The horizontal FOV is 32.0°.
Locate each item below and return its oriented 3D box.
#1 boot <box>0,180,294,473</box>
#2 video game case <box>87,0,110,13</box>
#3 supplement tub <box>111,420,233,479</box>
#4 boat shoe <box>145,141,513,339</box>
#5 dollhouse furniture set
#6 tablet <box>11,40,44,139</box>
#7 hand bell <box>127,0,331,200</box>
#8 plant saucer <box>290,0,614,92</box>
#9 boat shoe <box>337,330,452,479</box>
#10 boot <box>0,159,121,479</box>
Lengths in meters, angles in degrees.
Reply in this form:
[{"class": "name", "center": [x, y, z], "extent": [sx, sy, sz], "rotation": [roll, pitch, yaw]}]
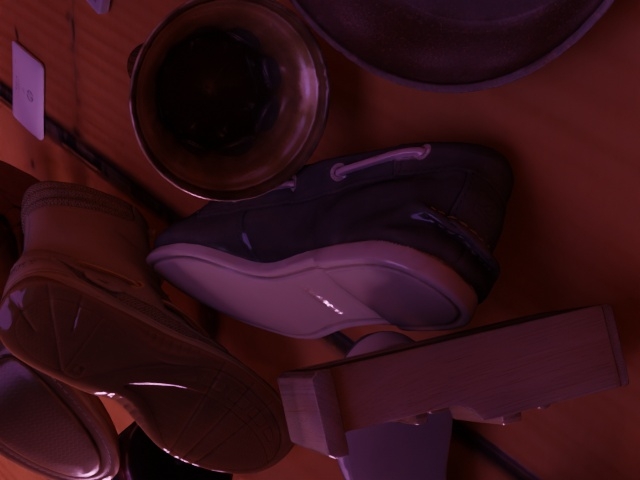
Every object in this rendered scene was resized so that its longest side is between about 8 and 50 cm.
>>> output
[{"class": "boot", "center": [-0.137, 0.065, 0.906], "extent": [0.095, 0.262, 0.203], "rotation": [-50, 25, 15]}, {"class": "video game case", "center": [-0.185, -0.252, 0.877], "extent": [0.087, 0.011, 0.122], "rotation": [48, 140, 24]}, {"class": "supplement tub", "center": [-0.163, 0.227, 1.030], "extent": [0.106, 0.106, 0.198], "rotation": [60, 143, 9]}, {"class": "boat shoe", "center": [0.000, 0.000, 0.739], "extent": [0.112, 0.095, 0.335], "rotation": [40, 157, -27]}, {"class": "dollhouse furniture set", "center": [0.088, 0.170, 0.587], "extent": [0.212, 0.161, 0.242], "rotation": [146, 112, -77]}, {"class": "tablet", "center": [-0.277, -0.141, 1.054], "extent": [0.054, 0.006, 0.083], "rotation": [39, 136, 31]}, {"class": "hand bell", "center": [-0.097, -0.114, 0.769], "extent": [0.242, 0.126, 0.126], "rotation": [-147, 45, -63]}, {"class": "plant saucer", "center": [0.057, -0.230, 0.563], "extent": [0.311, 0.050, 0.310], "rotation": [26, 127, 41]}, {"class": "boat shoe", "center": [0.046, 0.139, 0.736], "extent": [0.076, 0.080, 0.228], "rotation": [46, 160, 51]}, {"class": "boot", "center": [-0.253, 0.062, 0.978], "extent": [0.283, 0.220, 0.109], "rotation": [43, 115, -9]}]
